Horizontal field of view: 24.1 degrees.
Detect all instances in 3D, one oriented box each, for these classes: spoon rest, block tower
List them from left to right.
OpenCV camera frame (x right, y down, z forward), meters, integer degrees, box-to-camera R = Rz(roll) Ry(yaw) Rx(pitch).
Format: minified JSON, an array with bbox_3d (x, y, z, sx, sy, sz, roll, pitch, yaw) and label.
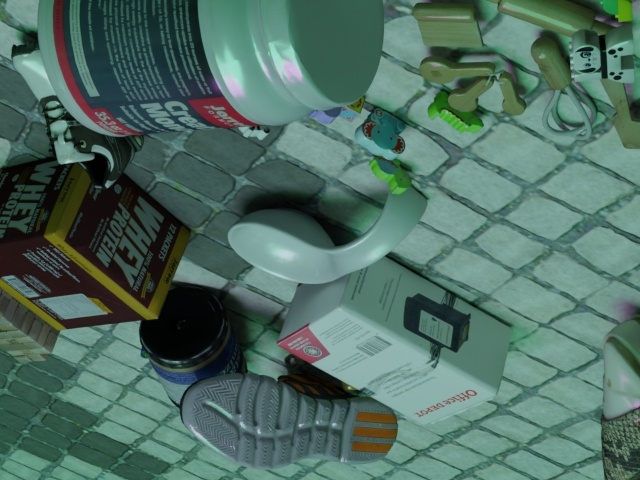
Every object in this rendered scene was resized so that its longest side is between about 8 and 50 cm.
[{"bbox_3d":[-0.492,0.047,2.099,0.091,0.097,0.335,-8,143,39],"label":"block tower"},{"bbox_3d":[0.000,0.000,1.743,0.137,0.084,0.276,37,145,-29],"label":"spoon rest"}]

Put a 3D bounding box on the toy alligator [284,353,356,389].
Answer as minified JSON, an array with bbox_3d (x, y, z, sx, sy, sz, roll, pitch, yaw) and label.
[{"bbox_3d":[0.042,0.170,2.049,0.189,0.056,0.051,6,-167,34],"label":"toy alligator"}]

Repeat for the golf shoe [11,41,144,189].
[{"bbox_3d":[-0.274,-0.136,1.660,0.077,0.094,0.198,-7,140,40],"label":"golf shoe"}]

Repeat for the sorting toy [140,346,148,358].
[{"bbox_3d":[-0.230,0.149,2.183,0.061,0.042,0.102,-4,135,8],"label":"sorting toy"}]

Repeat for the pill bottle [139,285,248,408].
[{"bbox_3d":[-0.169,0.167,2.084,0.122,0.123,0.219,10,150,16],"label":"pill bottle"}]

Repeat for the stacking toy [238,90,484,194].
[{"bbox_3d":[0.032,-0.125,1.544,0.221,0.052,0.167,26,150,-14],"label":"stacking toy"}]

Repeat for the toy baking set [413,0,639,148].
[{"bbox_3d":[0.206,-0.165,1.405,0.256,0.030,0.197,18,154,3],"label":"toy baking set"}]

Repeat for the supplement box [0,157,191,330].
[{"bbox_3d":[-0.307,0.003,1.877,0.194,0.129,0.191,-9,140,40],"label":"supplement box"}]

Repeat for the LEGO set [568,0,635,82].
[{"bbox_3d":[0.205,-0.227,1.230,0.093,0.087,0.227,-5,146,10],"label":"LEGO set"}]

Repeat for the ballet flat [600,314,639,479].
[{"bbox_3d":[0.427,0.128,1.676,0.182,0.164,0.483,44,142,0],"label":"ballet flat"}]

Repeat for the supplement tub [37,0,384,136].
[{"bbox_3d":[-0.100,-0.195,1.358,0.272,0.191,0.191,-1,145,32],"label":"supplement tub"}]

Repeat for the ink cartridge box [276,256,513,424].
[{"bbox_3d":[0.094,0.122,1.879,0.237,0.100,0.172,30,149,-17],"label":"ink cartridge box"}]

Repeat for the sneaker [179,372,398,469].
[{"bbox_3d":[-0.068,0.242,2.065,0.321,0.125,0.180,14,179,-28],"label":"sneaker"}]
